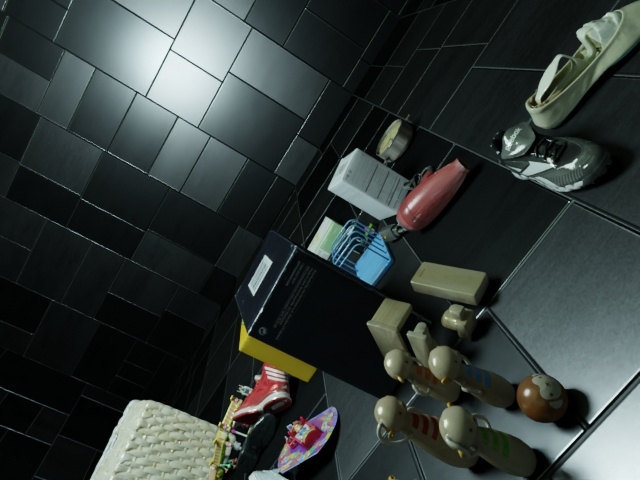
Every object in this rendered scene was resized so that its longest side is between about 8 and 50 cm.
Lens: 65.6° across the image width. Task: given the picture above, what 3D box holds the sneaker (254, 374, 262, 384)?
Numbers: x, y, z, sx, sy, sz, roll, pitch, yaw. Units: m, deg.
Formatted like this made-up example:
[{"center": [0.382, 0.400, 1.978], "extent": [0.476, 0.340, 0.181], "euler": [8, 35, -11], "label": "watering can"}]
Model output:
[{"center": [-0.154, 0.436, 1.462], "extent": [0.158, 0.061, 0.065], "euler": [164, 107, -71], "label": "sneaker"}]

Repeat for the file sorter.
[{"center": [0.097, 0.037, 1.252], "extent": [0.118, 0.104, 0.170], "euler": [-55, 15, 18], "label": "file sorter"}]

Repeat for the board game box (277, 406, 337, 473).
[{"center": [-0.038, 0.405, 1.037], "extent": [0.168, 0.033, 0.133], "euler": [-40, 8, 24], "label": "board game box"}]

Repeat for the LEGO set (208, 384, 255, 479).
[{"center": [-0.238, 0.570, 1.433], "extent": [0.132, 0.107, 0.287], "euler": [78, -151, -73], "label": "LEGO set"}]

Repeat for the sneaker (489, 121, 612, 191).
[{"center": [0.337, -0.135, 0.770], "extent": [0.078, 0.106, 0.234], "euler": [-60, 15, 7], "label": "sneaker"}]

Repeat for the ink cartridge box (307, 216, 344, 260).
[{"center": [0.000, 0.000, 1.750], "extent": [0.171, 0.056, 0.235], "euler": [-60, 17, 4], "label": "ink cartridge box"}]

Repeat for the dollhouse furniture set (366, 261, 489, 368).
[{"center": [0.191, 0.137, 0.826], "extent": [0.144, 0.123, 0.151], "euler": [10, 49, 40], "label": "dollhouse furniture set"}]

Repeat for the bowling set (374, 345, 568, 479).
[{"center": [0.170, 0.197, 0.601], "extent": [0.200, 0.154, 0.287], "euler": [-54, 16, 25], "label": "bowling set"}]

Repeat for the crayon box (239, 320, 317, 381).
[{"center": [-0.107, 0.248, 1.331], "extent": [0.083, 0.203, 0.323], "euler": [-57, 15, 13], "label": "crayon box"}]

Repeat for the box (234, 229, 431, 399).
[{"center": [0.006, 0.136, 0.987], "extent": [0.183, 0.294, 0.296], "euler": [-62, 15, -1], "label": "box"}]

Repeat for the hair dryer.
[{"center": [0.233, -0.119, 1.141], "extent": [0.224, 0.080, 0.293], "euler": [-64, 15, -17], "label": "hair dryer"}]

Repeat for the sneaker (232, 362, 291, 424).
[{"center": [-0.157, 0.418, 1.364], "extent": [0.221, 0.087, 0.128], "euler": [-32, 40, 31], "label": "sneaker"}]

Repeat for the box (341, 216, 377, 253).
[{"center": [0.108, -0.013, 1.389], "extent": [0.083, 0.062, 0.052], "euler": [-64, 13, -12], "label": "box"}]

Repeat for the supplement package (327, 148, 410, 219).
[{"center": [0.131, -0.147, 1.334], "extent": [0.105, 0.179, 0.105], "euler": [-65, 15, -17], "label": "supplement package"}]

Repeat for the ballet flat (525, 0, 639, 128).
[{"center": [0.433, -0.297, 0.809], "extent": [0.248, 0.086, 0.086], "euler": [-54, 16, 22], "label": "ballet flat"}]

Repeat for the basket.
[{"center": [-0.489, 0.692, 1.526], "extent": [0.266, 0.331, 0.328], "euler": [-36, 28, 53], "label": "basket"}]

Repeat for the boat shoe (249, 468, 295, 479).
[{"center": [-0.083, 0.516, 1.029], "extent": [0.081, 0.079, 0.227], "euler": [-37, 5, -22], "label": "boat shoe"}]

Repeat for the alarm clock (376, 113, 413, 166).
[{"center": [0.223, -0.288, 1.527], "extent": [0.192, 0.064, 0.129], "euler": [-63, 15, -21], "label": "alarm clock"}]

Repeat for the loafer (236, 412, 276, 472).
[{"center": [-0.171, 0.523, 1.311], "extent": [0.170, 0.062, 0.061], "euler": [-58, 10, 4], "label": "loafer"}]
